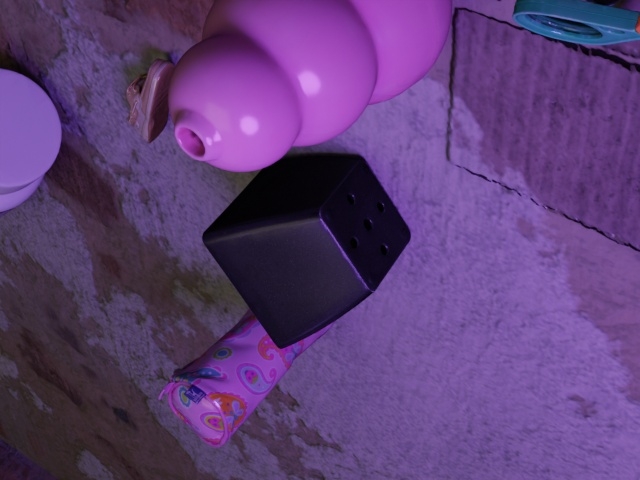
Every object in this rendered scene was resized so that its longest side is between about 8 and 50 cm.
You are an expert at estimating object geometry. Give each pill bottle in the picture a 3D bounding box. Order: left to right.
[{"bbox_3d":[-0.584,-0.134,1.905,0.224,0.224,0.392,52,147,-12],"label":"pill bottle"}]

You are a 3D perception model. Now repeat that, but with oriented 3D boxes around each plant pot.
[{"bbox_3d":[0.000,0.000,1.468,0.167,0.187,0.188,-16,115,41],"label":"plant pot"}]

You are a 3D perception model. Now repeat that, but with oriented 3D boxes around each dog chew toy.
[{"bbox_3d":[-0.017,-0.187,1.120,0.207,0.332,0.206,28,144,23],"label":"dog chew toy"}]

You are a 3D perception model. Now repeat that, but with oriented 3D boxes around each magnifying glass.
[{"bbox_3d":[0.266,-0.190,1.022,0.092,0.026,0.231,16,180,-41],"label":"magnifying glass"}]

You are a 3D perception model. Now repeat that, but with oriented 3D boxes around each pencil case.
[{"bbox_3d":[-0.099,0.162,1.647,0.124,0.284,0.124,26,140,25],"label":"pencil case"}]

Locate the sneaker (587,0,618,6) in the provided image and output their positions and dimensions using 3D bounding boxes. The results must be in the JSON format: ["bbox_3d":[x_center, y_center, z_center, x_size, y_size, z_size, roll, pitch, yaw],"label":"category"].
[{"bbox_3d":[0.254,-0.270,0.983,0.076,0.065,0.166,14,140,30],"label":"sneaker"}]

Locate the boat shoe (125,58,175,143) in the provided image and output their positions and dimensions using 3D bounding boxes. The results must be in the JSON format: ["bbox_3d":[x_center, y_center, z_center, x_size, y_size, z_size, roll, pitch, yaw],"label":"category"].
[{"bbox_3d":[-0.242,-0.199,1.605,0.059,0.063,0.170,34,147,5],"label":"boat shoe"}]
